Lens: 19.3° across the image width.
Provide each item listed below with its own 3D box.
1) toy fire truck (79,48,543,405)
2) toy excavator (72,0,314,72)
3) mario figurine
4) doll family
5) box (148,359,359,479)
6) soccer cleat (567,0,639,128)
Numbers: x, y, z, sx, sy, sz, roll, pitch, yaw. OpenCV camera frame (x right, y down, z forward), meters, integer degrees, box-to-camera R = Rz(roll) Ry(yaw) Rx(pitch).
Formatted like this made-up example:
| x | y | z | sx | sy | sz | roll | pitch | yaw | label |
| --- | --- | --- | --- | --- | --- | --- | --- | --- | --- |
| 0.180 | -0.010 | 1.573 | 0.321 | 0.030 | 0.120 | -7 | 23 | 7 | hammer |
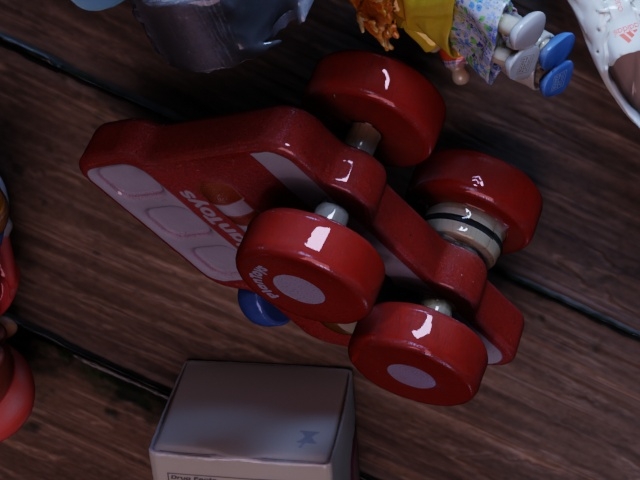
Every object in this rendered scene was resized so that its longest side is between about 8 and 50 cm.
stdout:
| x | y | z | sx | sy | sz | roll | pitch | yaw | label |
| --- | --- | --- | --- | --- | --- | --- | --- | --- | --- |
| 0.000 | 0.000 | 1.379 | 0.254 | 0.169 | 0.302 | -3 | 147 | 44 | toy fire truck |
| -0.163 | -0.279 | 1.191 | 0.433 | 0.445 | 0.222 | -33 | 126 | -8 | toy excavator |
| -0.323 | 0.057 | 1.468 | 0.198 | 0.170 | 0.320 | -16 | 151 | -18 | mario figurine |
| 0.085 | -0.207 | 1.232 | 0.163 | 0.118 | 0.263 | 31 | 130 | 29 | doll family |
| -0.046 | 0.229 | 1.560 | 0.148 | 0.127 | 0.232 | 3 | 123 | 10 | box |
| 0.201 | -0.162 | 1.281 | 0.068 | 0.076 | 0.196 | -20 | 117 | 23 | soccer cleat |
